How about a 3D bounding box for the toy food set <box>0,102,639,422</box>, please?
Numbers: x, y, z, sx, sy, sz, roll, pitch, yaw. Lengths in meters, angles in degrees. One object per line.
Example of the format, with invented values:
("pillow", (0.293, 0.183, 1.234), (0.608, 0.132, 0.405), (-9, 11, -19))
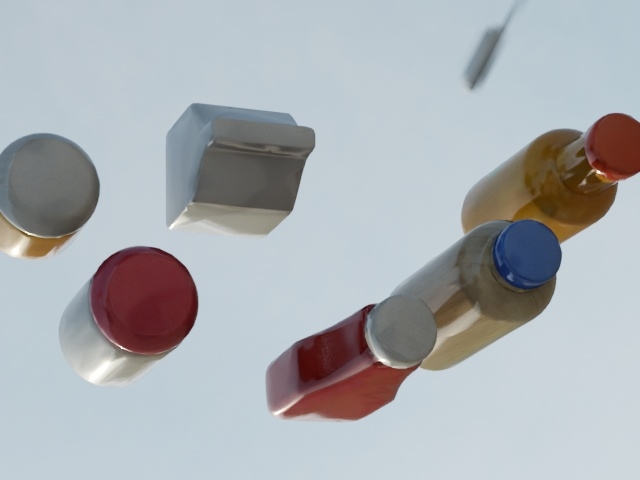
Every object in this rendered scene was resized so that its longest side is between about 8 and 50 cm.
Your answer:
("toy food set", (0.000, 0.000, 0.713), (0.104, 0.232, 0.111), (139, 134, -63))
